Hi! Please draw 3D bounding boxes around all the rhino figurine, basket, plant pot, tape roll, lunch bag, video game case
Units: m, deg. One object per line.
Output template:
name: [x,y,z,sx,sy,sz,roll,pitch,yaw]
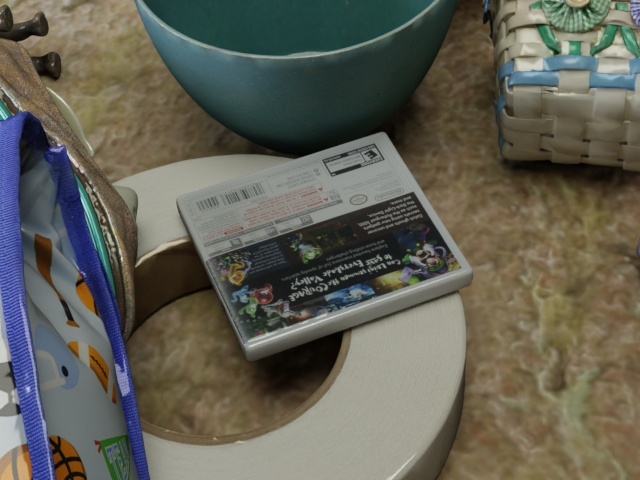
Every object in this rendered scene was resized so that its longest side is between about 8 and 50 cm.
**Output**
rhino figurine: [-0.330,-0.179,1.269,0.106,0.243,0.073,-4,93,10]
basket: [0.271,-0.212,1.241,0.254,0.201,0.289,5,59,8]
plant pot: [-0.016,-0.191,1.248,0.290,0.195,0.290,-2,49,2]
tape roll: [-0.078,0.092,1.097,0.392,0.072,0.392,-2,50,2]
lunch bag: [-0.292,0.129,0.904,0.327,0.239,0.385,-18,71,5]
video game case: [0.000,0.000,1.109,0.190,0.022,0.173,-18,50,-13]

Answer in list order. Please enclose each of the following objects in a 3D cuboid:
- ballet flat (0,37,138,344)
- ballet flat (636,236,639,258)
ballet flat: [-0.208,-0.048,1.103,0.106,0.107,0.316,-4,57,-55]
ballet flat: [0.370,-0.009,1.145,0.221,0.079,0.077,-8,88,0]
